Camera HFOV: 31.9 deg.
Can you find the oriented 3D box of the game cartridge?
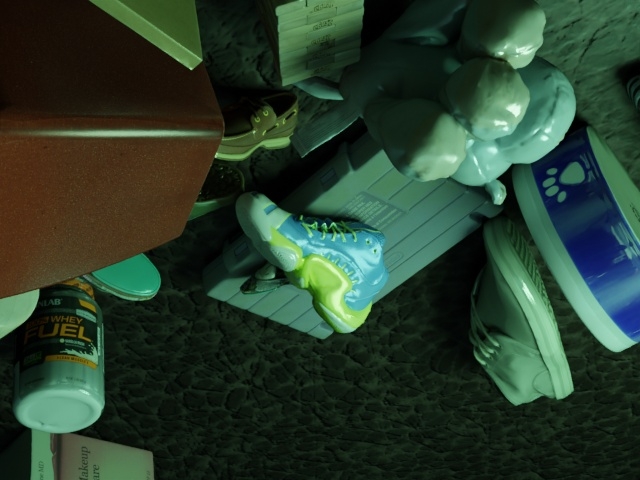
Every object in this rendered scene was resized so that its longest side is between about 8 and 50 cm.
[{"bbox_3d":[0.034,-0.005,1.474,0.230,0.068,0.355,28,129,-33],"label":"game cartridge"}]

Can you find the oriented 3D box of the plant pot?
[{"bbox_3d":[-0.247,-0.118,1.122,0.235,0.267,0.267,-2,143,-27],"label":"plant pot"}]

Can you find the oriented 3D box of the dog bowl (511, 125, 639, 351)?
[{"bbox_3d":[0.345,-0.004,1.369,0.104,0.265,0.265,-31,138,21],"label":"dog bowl"}]

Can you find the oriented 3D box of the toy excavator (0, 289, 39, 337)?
[{"bbox_3d":[-0.526,-0.059,1.116,0.222,0.433,0.445,-31,174,31],"label":"toy excavator"}]

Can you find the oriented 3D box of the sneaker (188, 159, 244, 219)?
[{"bbox_3d":[-0.188,-0.048,1.372,0.192,0.064,0.086,-6,150,-4],"label":"sneaker"}]

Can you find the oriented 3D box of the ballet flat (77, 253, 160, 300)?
[{"bbox_3d":[-0.310,0.019,1.428,0.221,0.077,0.079,27,148,-32],"label":"ballet flat"}]

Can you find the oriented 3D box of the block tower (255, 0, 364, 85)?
[{"bbox_3d":[-0.013,-0.260,1.017,0.090,0.097,0.335,-18,163,-6],"label":"block tower"}]

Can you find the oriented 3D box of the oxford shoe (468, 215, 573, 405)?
[{"bbox_3d":[0.273,0.122,1.604,0.130,0.169,0.449,-15,147,10],"label":"oxford shoe"}]

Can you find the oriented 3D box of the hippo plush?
[{"bbox_3d":[0.152,-0.122,1.203,0.294,0.234,0.236,-32,136,25],"label":"hippo plush"}]

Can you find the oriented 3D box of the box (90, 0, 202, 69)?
[{"bbox_3d":[-0.191,-0.260,1.010,0.021,0.164,0.201,-34,136,25],"label":"box"}]

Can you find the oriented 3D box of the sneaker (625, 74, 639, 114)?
[{"bbox_3d":[0.458,-0.136,1.378,0.098,0.083,0.223,-29,138,16],"label":"sneaker"}]

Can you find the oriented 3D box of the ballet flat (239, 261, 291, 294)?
[{"bbox_3d":[-0.050,0.042,1.446,0.114,0.041,0.041,-9,142,-2],"label":"ballet flat"}]

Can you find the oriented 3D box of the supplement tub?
[{"bbox_3d":[-0.344,0.146,1.475,0.117,0.190,0.117,-7,143,-5],"label":"supplement tub"}]

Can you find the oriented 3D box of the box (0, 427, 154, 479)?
[{"bbox_3d":[-0.401,0.413,1.839,0.232,0.149,0.127,21,133,-34],"label":"box"}]

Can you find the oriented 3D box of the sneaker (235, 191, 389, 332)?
[{"bbox_3d":[0.000,0.000,1.378,0.126,0.091,0.240,-45,124,-9],"label":"sneaker"}]

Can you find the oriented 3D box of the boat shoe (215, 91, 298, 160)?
[{"bbox_3d":[-0.083,-0.132,1.235,0.178,0.064,0.060,-22,143,-56],"label":"boat shoe"}]
